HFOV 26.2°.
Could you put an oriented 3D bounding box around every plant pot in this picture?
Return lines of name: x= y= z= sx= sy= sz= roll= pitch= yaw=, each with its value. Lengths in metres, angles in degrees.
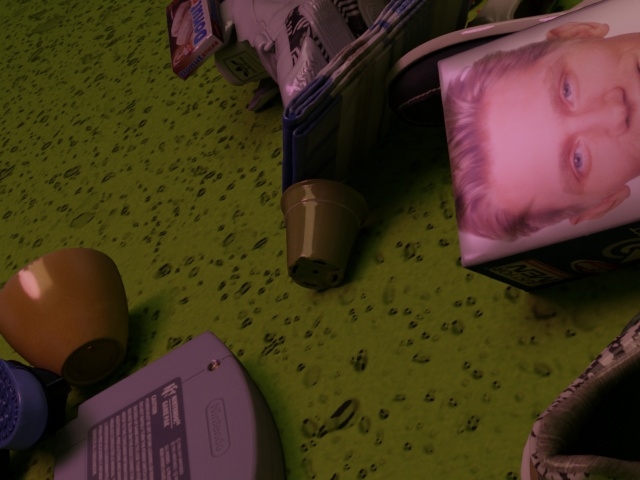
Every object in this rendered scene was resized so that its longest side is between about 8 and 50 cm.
plant pot: x=-0.244 y=0.088 z=1.365 sx=0.134 sy=0.134 sz=0.095 roll=-37 pitch=55 yaw=1
plant pot: x=0.000 y=0.000 z=1.260 sx=0.083 sy=0.083 sz=0.079 roll=-19 pitch=46 yaw=30

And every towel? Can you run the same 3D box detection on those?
towel: x=0.055 y=-0.155 z=1.323 sx=0.034 sy=0.209 sz=0.285 roll=36 pitch=69 yaw=15

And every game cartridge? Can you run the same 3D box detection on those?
game cartridge: x=-0.126 y=0.199 z=1.118 sx=0.198 sy=0.062 sz=0.297 roll=-27 pitch=29 yaw=6

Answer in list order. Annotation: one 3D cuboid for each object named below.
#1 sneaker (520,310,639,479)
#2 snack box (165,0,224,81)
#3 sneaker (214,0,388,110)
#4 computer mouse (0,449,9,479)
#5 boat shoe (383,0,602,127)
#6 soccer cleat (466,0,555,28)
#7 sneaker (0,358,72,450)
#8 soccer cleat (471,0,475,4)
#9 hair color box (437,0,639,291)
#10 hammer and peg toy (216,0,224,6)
sneaker: x=0.271 y=0.038 z=0.735 sx=0.410 sy=0.182 sz=0.158 roll=-42 pitch=61 yaw=1
snack box: x=-0.145 y=-0.246 z=1.574 sx=0.064 sy=0.022 sz=0.178 roll=-41 pitch=30 yaw=16
sneaker: x=-0.037 y=-0.201 z=1.538 sx=0.210 sy=0.137 sz=0.366 roll=-29 pitch=31 yaw=28
computer mouse: x=-0.343 y=0.282 z=1.274 sx=0.071 sy=0.041 sz=0.242 roll=-22 pitch=38 yaw=43
boat shoe: x=0.192 y=-0.123 z=1.180 sx=0.340 sy=0.127 sz=0.113 roll=-9 pitch=74 yaw=37
soccer cleat: x=0.216 y=-0.266 z=1.415 sx=0.076 sy=0.068 sz=0.196 roll=-2 pitch=51 yaw=40
sneaker: x=-0.268 y=0.149 z=1.268 sx=0.232 sy=0.090 sz=0.081 roll=-176 pitch=95 yaw=-66
soccer cleat: x=0.136 y=-0.264 z=1.526 sx=0.083 sy=0.035 sz=0.029 roll=-23 pitch=31 yaw=25
hair color box: x=0.262 y=-0.090 z=0.977 sx=0.347 sy=0.105 sz=0.174 roll=-18 pitch=68 yaw=33
hammer and peg toy: x=-0.092 y=-0.398 z=1.656 sx=0.266 sy=0.361 sz=0.127 roll=-29 pitch=50 yaw=18
